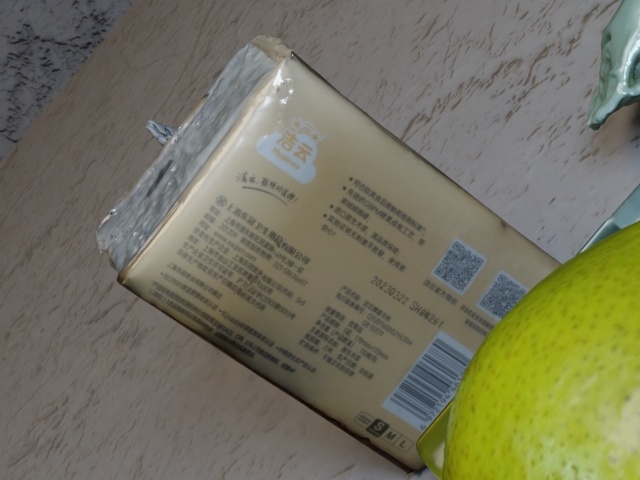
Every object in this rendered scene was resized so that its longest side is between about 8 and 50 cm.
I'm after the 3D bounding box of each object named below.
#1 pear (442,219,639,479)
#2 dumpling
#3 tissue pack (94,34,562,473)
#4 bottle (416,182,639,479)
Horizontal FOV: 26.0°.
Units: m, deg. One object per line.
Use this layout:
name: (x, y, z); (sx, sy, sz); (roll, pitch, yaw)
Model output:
pear: (0.192, 0.120, 0.667); (0.294, 0.294, 0.294); (-41, 27, 27)
dumpling: (0.284, -0.155, 1.075); (0.108, 0.152, 0.219); (38, 74, 24)
tissue pack: (0.000, 0.000, 1.114); (0.238, 0.305, 0.238); (-41, 28, 28)
bottle: (0.186, 0.063, 0.968); (0.286, 0.082, 0.082); (-51, 24, 8)
